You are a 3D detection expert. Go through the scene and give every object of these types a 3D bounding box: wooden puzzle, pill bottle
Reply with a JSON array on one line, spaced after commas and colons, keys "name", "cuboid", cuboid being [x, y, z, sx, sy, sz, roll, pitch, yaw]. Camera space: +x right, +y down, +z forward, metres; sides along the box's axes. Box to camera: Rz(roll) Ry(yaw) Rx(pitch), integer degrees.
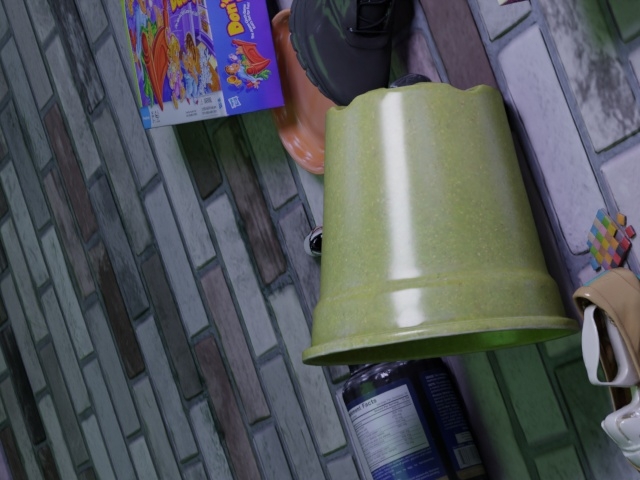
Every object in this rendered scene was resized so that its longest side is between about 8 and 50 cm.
[{"name": "wooden puzzle", "cuboid": [0.275, 0.002, 1.805, 0.049, 0.006, 0.083, 55, 147, 34]}, {"name": "pill bottle", "cuboid": [0.097, 0.199, 2.117, 0.123, 0.123, 0.219, -43, 65, 60]}]

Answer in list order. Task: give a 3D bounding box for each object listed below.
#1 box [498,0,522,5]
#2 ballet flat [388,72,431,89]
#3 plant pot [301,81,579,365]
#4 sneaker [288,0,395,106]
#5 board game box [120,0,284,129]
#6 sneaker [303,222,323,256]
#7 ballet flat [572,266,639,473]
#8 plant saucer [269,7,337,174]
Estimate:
[{"name": "box", "cuboid": [0.222, -0.349, 1.608, 0.243, 0.117, 0.213, -33, 73, 63]}, {"name": "ballet flat", "cuboid": [0.102, -0.096, 2.037, 0.057, 0.049, 0.173, 15, 117, 61]}, {"name": "plant pot", "cuboid": [0.105, -0.017, 1.879, 0.276, 0.276, 0.254, -20, 74, 63]}, {"name": "sneaker", "cuboid": [0.037, -0.278, 1.990, 0.130, 0.109, 0.286, -5, 92, 56]}, {"name": "board game box", "cuboid": [-0.159, -0.267, 2.367, 0.347, 0.078, 0.233, -179, 78, -69]}, {"name": "sneaker", "cuboid": [0.000, 0.000, 2.289, 0.109, 0.044, 0.040, -22, 86, 65]}, {"name": "ballet flat", "cuboid": [0.289, 0.143, 1.778, 0.080, 0.073, 0.232, -18, 88, 63]}, {"name": "plant saucer", "cuboid": [-0.006, -0.177, 2.216, 0.200, 0.037, 0.200, 39, 137, 49]}]
